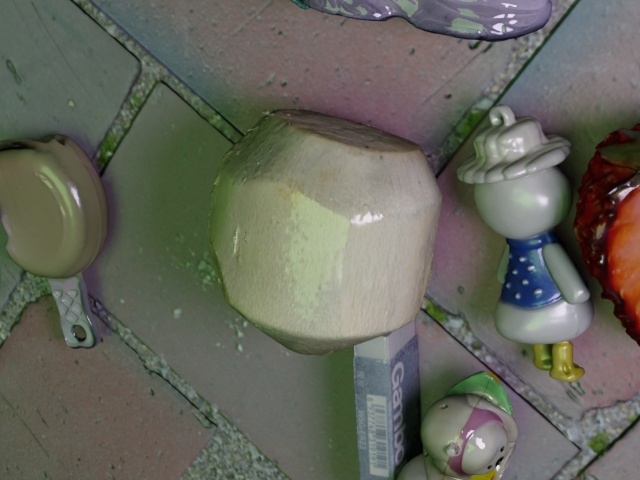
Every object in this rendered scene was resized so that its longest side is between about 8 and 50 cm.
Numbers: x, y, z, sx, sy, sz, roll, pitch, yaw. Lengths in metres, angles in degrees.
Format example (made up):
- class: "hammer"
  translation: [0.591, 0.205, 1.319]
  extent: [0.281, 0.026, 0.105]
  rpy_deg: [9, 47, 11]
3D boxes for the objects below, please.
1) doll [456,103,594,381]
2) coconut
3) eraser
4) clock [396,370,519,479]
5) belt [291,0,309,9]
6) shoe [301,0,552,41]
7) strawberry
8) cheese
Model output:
- class: "doll"
  translation: [0.215, 0.002, 1.127]
  extent: [0.138, 0.119, 0.293]
  rpy_deg: [22, 131, 66]
- class: "coconut"
  translation: [0.000, 0.000, 1.158]
  extent: [0.245, 0.245, 0.247]
  rpy_deg: [19, 107, 19]
- class: "eraser"
  translation: [0.078, 0.191, 1.269]
  extent: [0.046, 0.092, 0.212]
  rpy_deg: [6, 110, 25]
- class: "clock"
  translation: [0.149, 0.240, 1.222]
  extent: [0.103, 0.144, 0.231]
  rpy_deg: [23, 115, 16]
- class: "belt"
  translation: [-0.038, -0.318, 1.168]
  extent: [0.179, 0.065, 0.100]
  rpy_deg: [41, 129, 6]
- class: "shoe"
  translation: [0.109, -0.271, 1.083]
  extent: [0.245, 0.095, 0.137]
  rpy_deg: [12, 107, 9]
- class: "strawberry"
  translation: [0.313, -0.010, 1.071]
  extent: [0.111, 0.190, 0.236]
  rpy_deg: [44, 147, 54]
- class: "cheese"
  translation: [-0.338, 0.006, 1.416]
  extent: [0.163, 0.082, 0.286]
  rpy_deg: [1, 109, 27]
